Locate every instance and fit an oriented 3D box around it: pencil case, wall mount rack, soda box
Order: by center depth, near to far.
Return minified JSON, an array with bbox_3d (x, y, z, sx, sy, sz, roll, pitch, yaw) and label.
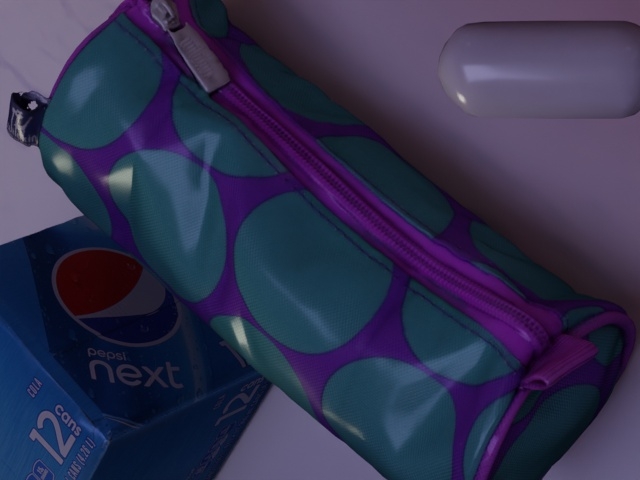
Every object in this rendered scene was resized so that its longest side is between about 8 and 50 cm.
[{"bbox_3d":[0.156,-0.113,0.251,0.304,0.130,0.350,16,114,50],"label":"wall mount rack"},{"bbox_3d":[0.000,0.000,0.458,0.152,0.064,0.070,39,151,22],"label":"pencil case"},{"bbox_3d":[-0.094,0.089,0.562,0.067,0.071,0.210,45,128,19],"label":"soda box"}]
